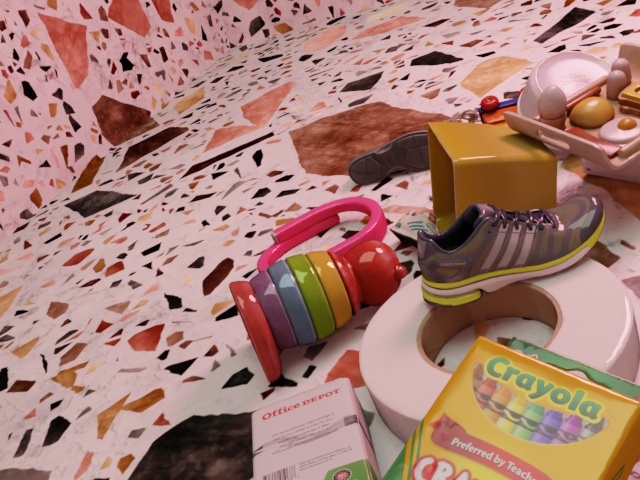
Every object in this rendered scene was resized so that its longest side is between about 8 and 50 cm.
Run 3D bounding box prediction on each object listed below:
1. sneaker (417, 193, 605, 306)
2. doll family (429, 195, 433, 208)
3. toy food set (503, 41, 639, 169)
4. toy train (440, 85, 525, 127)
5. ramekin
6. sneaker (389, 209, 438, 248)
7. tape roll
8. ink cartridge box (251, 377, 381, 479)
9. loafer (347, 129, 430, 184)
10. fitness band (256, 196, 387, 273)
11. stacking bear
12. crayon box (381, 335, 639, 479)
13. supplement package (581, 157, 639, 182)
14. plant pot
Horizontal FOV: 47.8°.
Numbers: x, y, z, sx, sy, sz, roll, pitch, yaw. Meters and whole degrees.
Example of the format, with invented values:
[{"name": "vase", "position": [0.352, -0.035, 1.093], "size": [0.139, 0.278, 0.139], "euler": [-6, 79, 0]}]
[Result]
[{"name": "sneaker", "position": [0.280, -0.006, 1.073], "size": [0.300, 0.121, 0.111], "euler": [-24, 27, -2]}, {"name": "doll family", "position": [0.304, -0.123, 1.479], "size": [0.193, 0.076, 0.111], "euler": [-12, 34, 27]}, {"name": "toy food set", "position": [0.498, -0.245, 1.228], "size": [0.306, 0.092, 0.220], "euler": [-32, 37, -16]}, {"name": "toy train", "position": [0.388, -0.246, 1.622], "size": [0.248, 0.105, 0.143], "euler": [-12, 42, 21]}, {"name": "ramekin", "position": [0.517, -0.295, 1.488], "size": [0.207, 0.109, 0.207], "euler": [-2, 56, 3]}, {"name": "sneaker", "position": [0.198, -0.020, 1.371], "size": [0.075, 0.057, 0.161], "euler": [-49, 28, -6]}, {"name": "tape roll", "position": [0.248, 0.144, 1.038], "size": [0.392, 0.072, 0.392], "euler": [-18, 27, 9]}, {"name": "ink cartridge box", "position": [-0.005, 0.294, 0.941], "size": [0.153, 0.087, 0.208], "euler": [-21, 28, 5]}, {"name": "loafer", "position": [0.193, -0.209, 1.703], "size": [0.267, 0.096, 0.084], "euler": [-15, 22, 19]}, {"name": "fitness band", "position": [0.000, 0.000, 1.509], "size": [0.291, 0.054, 0.209], "euler": [-29, 28, -9]}, {"name": "stacking bear", "position": [0.005, 0.091, 1.240], "size": [0.289, 0.164, 0.175], "euler": [-22, 27, -9]}, {"name": "crayon box", "position": [0.209, 0.238, 0.782], "size": [0.202, 0.081, 0.318], "euler": [19, 60, 40]}, {"name": "supplement package", "position": [0.613, -0.233, 1.365], "size": [0.244, 0.139, 0.134], "euler": [-38, 33, -23]}, {"name": "plant pot", "position": [0.311, -0.098, 1.300], "size": [0.187, 0.212, 0.212], "euler": [-9, 28, 0]}]
